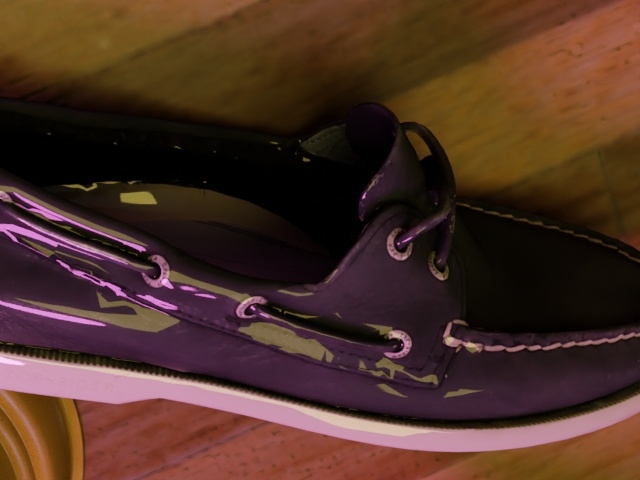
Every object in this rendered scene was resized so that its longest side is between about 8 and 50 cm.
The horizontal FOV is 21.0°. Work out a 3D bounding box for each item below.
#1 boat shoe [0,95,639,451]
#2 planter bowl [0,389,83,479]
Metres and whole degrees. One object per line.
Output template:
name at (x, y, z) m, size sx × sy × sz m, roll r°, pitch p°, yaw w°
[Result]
boat shoe at (-0.001, -0.002, 0.687) m, size 0.340 × 0.127 × 0.113 m, roll 8°, pitch 123°, yaw -9°
planter bowl at (-0.199, 0.120, 0.706) m, size 0.217 × 0.090 × 0.217 m, roll -6°, pitch 115°, yaw -14°
